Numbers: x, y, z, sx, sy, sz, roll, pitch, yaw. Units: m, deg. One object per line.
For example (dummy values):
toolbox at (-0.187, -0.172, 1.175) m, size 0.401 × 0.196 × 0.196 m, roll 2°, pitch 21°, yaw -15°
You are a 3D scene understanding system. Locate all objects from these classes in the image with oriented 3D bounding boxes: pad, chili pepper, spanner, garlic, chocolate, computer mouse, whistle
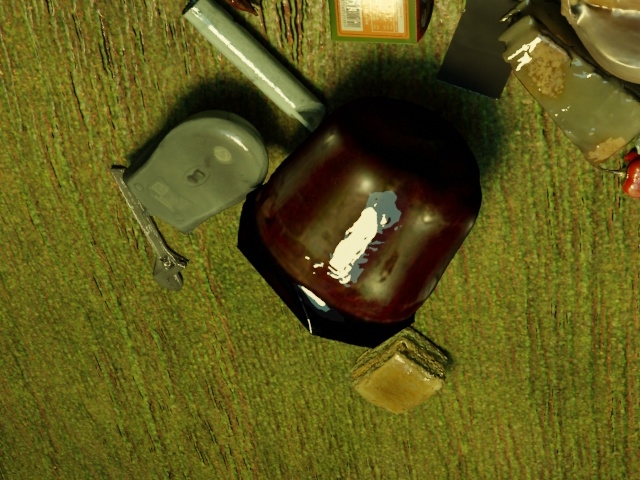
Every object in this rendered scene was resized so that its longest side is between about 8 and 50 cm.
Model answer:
pad at (0.274, -0.323, 1.865) m, size 0.116 × 0.004 × 0.193 m, roll 17°, pitch 132°, yaw -1°
chili pepper at (0.551, -0.112, 1.923) m, size 0.192 × 0.084 × 0.086 m, roll 13°, pitch 100°, yaw 1°
spanner at (-0.349, -0.021, 2.295) m, size 0.093 × 0.026 × 0.325 m, roll -7°, pitch 126°, yaw 23°
garlic at (0.500, -0.364, 1.653) m, size 0.325 × 0.132 × 0.279 m, roll 0°, pitch 120°, yaw 7°
chocolate at (0.099, -0.064, 1.902) m, size 0.383 × 0.384 × 0.331 m, roll 29°, pitch 132°, yaw -10°
computer mouse at (-0.224, -0.138, 2.091) m, size 0.188 × 0.122 × 0.371 m, roll 42°, pitch 135°, yaw -17°
whistle at (-0.109, -0.306, 1.950) m, size 0.312 × 0.062 × 0.062 m, roll 42°, pitch 128°, yaw -20°

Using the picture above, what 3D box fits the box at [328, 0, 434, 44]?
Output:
box at (0.095, -0.426, 1.707) m, size 0.148 × 0.177 × 0.195 m, roll 5°, pitch 131°, yaw 13°

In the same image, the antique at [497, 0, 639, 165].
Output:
antique at (0.401, -0.267, 1.795) m, size 0.284 × 0.125 × 0.150 m, roll 37°, pitch 128°, yaw -19°

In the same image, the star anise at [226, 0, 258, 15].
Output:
star anise at (-0.165, -0.466, 1.829) m, size 0.212 × 0.053 × 0.157 m, roll 30°, pitch 132°, yaw -9°

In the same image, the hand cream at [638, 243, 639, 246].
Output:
hand cream at (0.670, -0.022, 2.005) m, size 0.216 × 0.038 × 0.052 m, roll -37°, pitch 86°, yaw 41°

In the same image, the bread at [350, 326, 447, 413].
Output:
bread at (0.161, 0.282, 2.365) m, size 0.138 × 0.102 × 0.196 m, roll 39°, pitch 131°, yaw -15°

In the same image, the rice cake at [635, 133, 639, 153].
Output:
rice cake at (0.570, -0.228, 1.840) m, size 0.034 × 0.043 × 0.211 m, roll 22°, pitch 132°, yaw 3°
